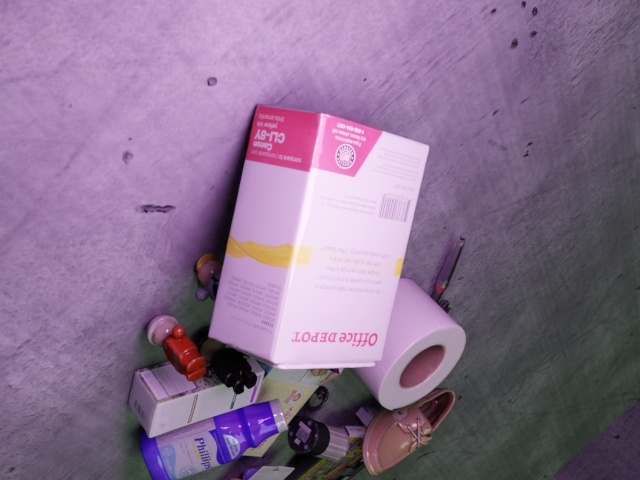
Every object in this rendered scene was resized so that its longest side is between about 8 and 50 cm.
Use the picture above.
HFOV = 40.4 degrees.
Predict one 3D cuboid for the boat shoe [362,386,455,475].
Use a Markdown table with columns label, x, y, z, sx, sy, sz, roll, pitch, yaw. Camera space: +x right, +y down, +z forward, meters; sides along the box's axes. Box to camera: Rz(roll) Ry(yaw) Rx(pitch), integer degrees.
| label | x | y | z | sx | sy | sz | roll | pitch | yaw |
| --- | --- | --- | --- | --- | --- | --- | --- | --- | --- |
| boat shoe | 0.223 | 0.461 | 2.174 | 0.341 | 0.110 | 0.121 | -39 | 113 | -46 |

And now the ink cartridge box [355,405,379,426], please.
| label | x | y | z | sx | sy | sz | roll | pitch | yaw |
| --- | --- | --- | --- | --- | --- | --- | --- | --- | --- |
| ink cartridge box | 0.132 | 0.450 | 2.218 | 0.028 | 0.048 | 0.083 | -52 | 145 | 12 |

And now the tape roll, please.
| label | x | y | z | sx | sy | sz | roll | pitch | yaw |
| --- | --- | --- | --- | --- | --- | --- | --- | --- | --- |
| tape roll | 0.176 | 0.227 | 1.928 | 0.246 | 0.169 | 0.246 | -26 | 142 | -23 |

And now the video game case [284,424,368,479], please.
| label | x | y | z | sx | sy | sz | roll | pitch | yaw |
| --- | --- | --- | --- | --- | --- | --- | --- | --- | --- |
| video game case | 0.042 | 0.561 | 2.215 | 0.275 | 0.035 | 0.248 | -44 | 147 | 22 |

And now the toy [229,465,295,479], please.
| label | x | y | z | sx | sy | sz | roll | pitch | yaw |
| --- | --- | --- | --- | --- | --- | --- | --- | --- | --- |
| toy | -0.188 | 0.588 | 2.043 | 0.237 | 0.056 | 0.137 | -46 | 149 | 12 |

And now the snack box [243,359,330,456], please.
| label | x | y | z | sx | sy | sz | roll | pitch | yaw |
| --- | --- | --- | --- | --- | --- | --- | --- | --- | --- |
| snack box | -0.104 | 0.322 | 1.846 | 0.322 | 0.060 | 0.187 | -52 | 143 | 11 |

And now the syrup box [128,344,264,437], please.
| label | x | y | z | sx | sy | sz | roll | pitch | yaw |
| --- | --- | --- | --- | --- | --- | --- | --- | --- | --- |
| syrup box | -0.232 | 0.278 | 1.648 | 0.237 | 0.093 | 0.096 | -11 | 133 | -37 |

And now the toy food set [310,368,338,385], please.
| label | x | y | z | sx | sy | sz | roll | pitch | yaw |
| --- | --- | --- | --- | --- | --- | --- | --- | --- | --- |
| toy food set | 0.009 | 0.241 | 1.810 | 0.078 | 0.019 | 0.122 | -26 | 130 | -27 |

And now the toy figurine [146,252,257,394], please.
| label | x | y | z | sx | sy | sz | roll | pitch | yaw |
| --- | --- | --- | --- | --- | --- | --- | --- | --- | --- |
| toy figurine | -0.174 | 0.147 | 1.538 | 0.209 | 0.148 | 0.213 | -55 | 141 | 6 |

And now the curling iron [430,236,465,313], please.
| label | x | y | z | sx | sy | sz | roll | pitch | yaw |
| --- | --- | --- | --- | --- | --- | --- | --- | --- | --- |
| curling iron | 0.290 | 0.092 | 2.018 | 0.068 | 0.035 | 0.274 | -25 | 141 | -31 |

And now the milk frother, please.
| label | x | y | z | sx | sy | sz | roll | pitch | yaw |
| --- | --- | --- | --- | --- | --- | --- | --- | --- | --- |
| milk frother | 0.007 | 0.421 | 1.998 | 0.143 | 0.129 | 0.135 | -44 | 142 | 12 |

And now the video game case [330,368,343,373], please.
| label | x | y | z | sx | sy | sz | roll | pitch | yaw |
| --- | --- | --- | --- | --- | --- | --- | --- | --- | --- |
| video game case | 0.067 | 0.123 | 1.743 | 0.232 | 0.042 | 0.210 | -56 | 155 | -28 |

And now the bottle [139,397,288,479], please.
| label | x | y | z | sx | sy | sz | roll | pitch | yaw |
| --- | --- | --- | --- | --- | --- | --- | --- | --- | --- |
| bottle | -0.207 | 0.388 | 1.720 | 0.283 | 0.092 | 0.118 | -17 | 123 | -6 |

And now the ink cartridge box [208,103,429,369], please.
| label | x | y | z | sx | sy | sz | roll | pitch | yaw |
| --- | --- | --- | --- | --- | --- | --- | --- | --- | --- |
| ink cartridge box | 0.000 | 0.000 | 1.412 | 0.279 | 0.160 | 0.384 | 9 | 94 | -49 |
